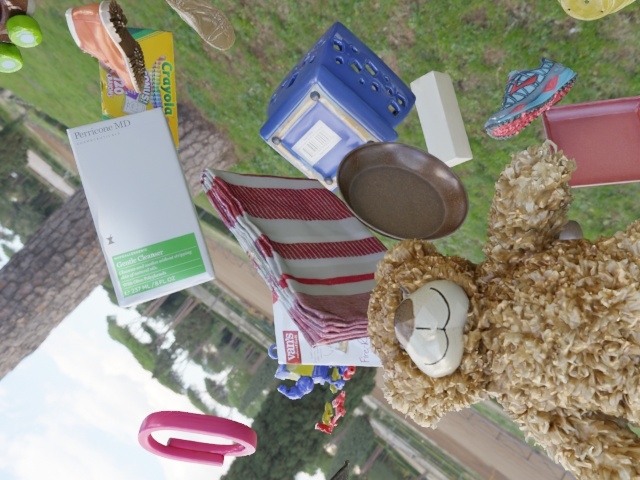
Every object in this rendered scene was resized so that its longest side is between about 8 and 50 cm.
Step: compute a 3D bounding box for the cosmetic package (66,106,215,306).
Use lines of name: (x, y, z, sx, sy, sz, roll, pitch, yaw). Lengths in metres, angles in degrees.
cosmetic package: (-0.364, -0.064, 1.012, 0.155, 0.197, 0.365, 156, 95, -79)

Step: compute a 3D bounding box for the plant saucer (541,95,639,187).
plant saucer: (0.710, -0.240, 1.216, 0.259, 0.258, 0.048, -4, 151, 12)

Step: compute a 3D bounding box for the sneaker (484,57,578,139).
sneaker: (0.486, -0.348, 1.174, 0.125, 0.262, 0.104, 51, 169, 21)

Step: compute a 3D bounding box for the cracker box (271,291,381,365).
cracker box: (0.042, 0.119, 0.783, 0.232, 0.155, 0.067, -2, -168, 13)

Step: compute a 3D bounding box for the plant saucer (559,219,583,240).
plant saucer: (0.363, 0.041, 0.784, 0.029, 0.168, 0.168, 58, -177, 42)

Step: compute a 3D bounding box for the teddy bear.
teddy bear: (0.184, 0.060, 0.337, 0.338, 0.245, 0.113, 13, -163, 24)

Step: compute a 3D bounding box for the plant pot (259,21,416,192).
plant pot: (0.026, -0.251, 0.980, 0.236, 0.212, 0.236, 38, 132, -18)

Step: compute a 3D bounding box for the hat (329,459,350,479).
hat: (0.047, 0.605, 0.912, 0.134, 0.331, 0.331, 14, 157, 22)

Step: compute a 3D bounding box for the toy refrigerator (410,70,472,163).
toy refrigerator: (0.362, -0.361, 1.459, 0.094, 0.102, 0.269, -19, 84, 44)

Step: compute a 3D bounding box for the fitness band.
fitness band: (-0.305, 0.495, 1.207, 0.291, 0.054, 0.209, 12, 134, -9)

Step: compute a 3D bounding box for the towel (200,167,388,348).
towel: (0.000, 0.000, 0.661, 0.237, 0.037, 0.329, -1, -141, -42)

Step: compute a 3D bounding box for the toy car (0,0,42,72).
toy car: (-0.591, -0.395, 0.793, 0.188, 0.149, 0.155, -5, -110, -57)

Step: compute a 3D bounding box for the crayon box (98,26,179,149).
crayon box: (-0.431, -0.350, 1.141, 0.165, 0.278, 0.081, -4, -177, -24)

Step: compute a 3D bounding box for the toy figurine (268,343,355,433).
toy figurine: (-0.022, 0.287, 1.263, 0.217, 0.362, 0.191, 19, 146, -2)

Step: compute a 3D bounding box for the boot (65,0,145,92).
boot: (-0.339, -0.305, 0.775, 0.085, 0.059, 0.158, -3, 145, 6)

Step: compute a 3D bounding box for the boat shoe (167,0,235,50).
boat shoe: (-0.225, -0.423, 0.884, 0.170, 0.063, 0.059, 37, -167, -49)

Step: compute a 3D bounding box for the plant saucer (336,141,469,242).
plant saucer: (0.117, -0.067, 0.708, 0.198, 0.198, 0.036, 34, 143, 14)

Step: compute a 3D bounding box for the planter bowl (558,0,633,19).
planter bowl: (0.636, -0.587, 1.128, 0.217, 0.090, 0.217, 26, 167, 6)
